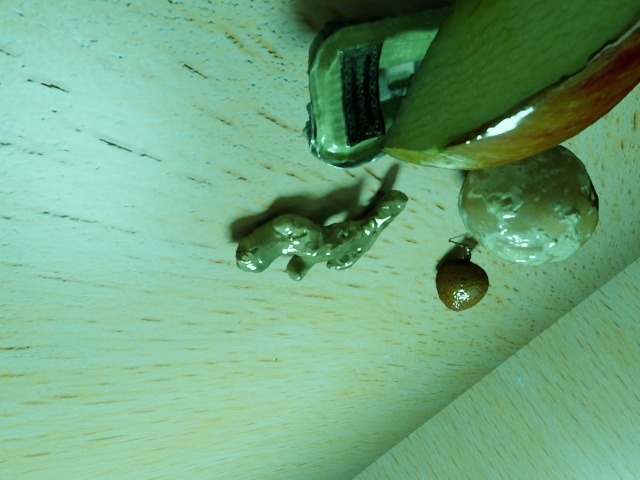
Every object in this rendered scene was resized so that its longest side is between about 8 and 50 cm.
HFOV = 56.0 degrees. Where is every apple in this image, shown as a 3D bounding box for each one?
[{"bbox_3d":[0.198,-0.194,0.490,0.346,0.179,0.254,-62,165,6],"label":"apple"}]

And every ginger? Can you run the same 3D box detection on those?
[{"bbox_3d":[-0.003,0.009,0.797,0.259,0.065,0.149,-19,151,-32],"label":"ginger"}]

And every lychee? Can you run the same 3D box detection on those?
[{"bbox_3d":[0.278,0.074,1.169,0.114,0.101,0.140,-13,142,-45],"label":"lychee"}]

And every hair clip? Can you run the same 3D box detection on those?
[{"bbox_3d":[0.109,-0.169,0.598,0.321,0.091,0.138,-18,122,-26],"label":"hair clip"}]

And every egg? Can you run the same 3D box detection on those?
[{"bbox_3d":[0.311,-0.056,0.902,0.233,0.195,0.195,17,124,-42],"label":"egg"}]
